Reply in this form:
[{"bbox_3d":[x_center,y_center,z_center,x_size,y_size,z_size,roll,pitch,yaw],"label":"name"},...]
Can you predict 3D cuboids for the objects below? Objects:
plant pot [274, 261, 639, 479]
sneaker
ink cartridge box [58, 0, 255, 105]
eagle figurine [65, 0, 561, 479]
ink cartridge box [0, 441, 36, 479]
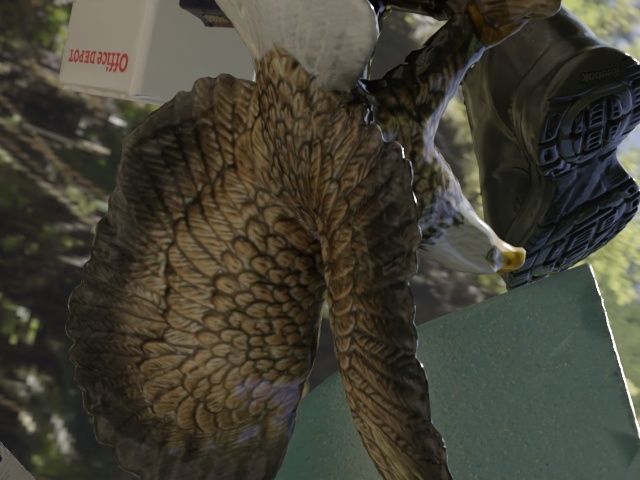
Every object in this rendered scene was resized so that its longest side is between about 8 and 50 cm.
[{"bbox_3d":[0.090,0.206,1.073,0.252,0.248,0.247,-14,-144,6],"label":"plant pot"},{"bbox_3d":[0.153,-0.072,1.180,0.109,0.286,0.130,-25,-120,-16],"label":"sneaker"},{"bbox_3d":[-0.111,-0.220,1.307,0.172,0.100,0.237,16,-85,62],"label":"ink cartridge box"},{"bbox_3d":[0.010,0.004,0.783,0.226,0.225,0.298,149,-38,-84],"label":"eagle figurine"},{"bbox_3d":[-0.182,0.101,0.824,0.048,0.083,0.028,-11,-146,50],"label":"ink cartridge box"}]
